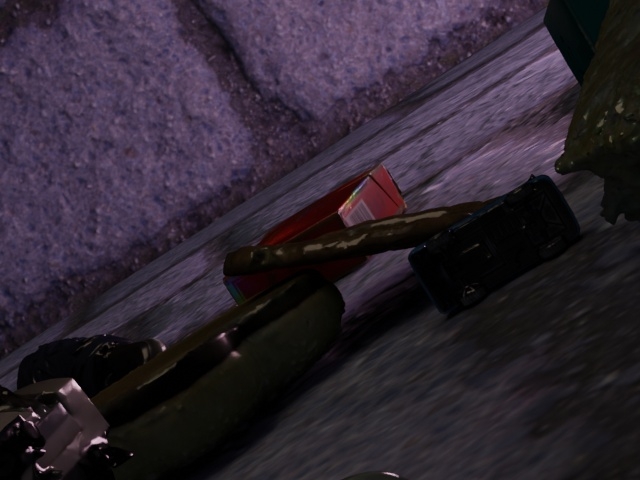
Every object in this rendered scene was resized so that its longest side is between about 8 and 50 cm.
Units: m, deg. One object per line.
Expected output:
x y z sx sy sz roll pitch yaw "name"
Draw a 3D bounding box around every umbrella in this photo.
-0.182 0.107 1.288 0.071 0.071 0.248 -37 11 -36 "umbrella"

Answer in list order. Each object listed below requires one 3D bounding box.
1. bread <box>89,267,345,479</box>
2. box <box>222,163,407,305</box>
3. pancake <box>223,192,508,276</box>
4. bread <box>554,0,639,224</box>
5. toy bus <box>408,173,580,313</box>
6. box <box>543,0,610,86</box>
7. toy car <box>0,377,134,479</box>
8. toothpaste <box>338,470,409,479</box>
-0.093 0.098 0.859 0.286 0.056 0.207 -34 4 -18 "bread"
-0.001 -0.001 1.233 0.112 0.048 0.175 -31 6 18 "box"
0.034 -0.003 0.923 0.199 0.021 0.199 -11 1 0 "pancake"
0.168 -0.081 0.655 0.172 0.064 0.232 -50 18 21 "bread"
0.089 0.000 0.787 0.083 0.038 0.046 -31 3 10 "toy bus"
0.264 -0.175 0.951 0.245 0.092 0.153 -32 -3 3 "box"
-0.221 0.173 0.657 0.301 0.118 0.193 -32 8 24 "toy car"
-0.016 0.103 0.505 0.064 0.041 0.218 -22 -3 -27 "toothpaste"
